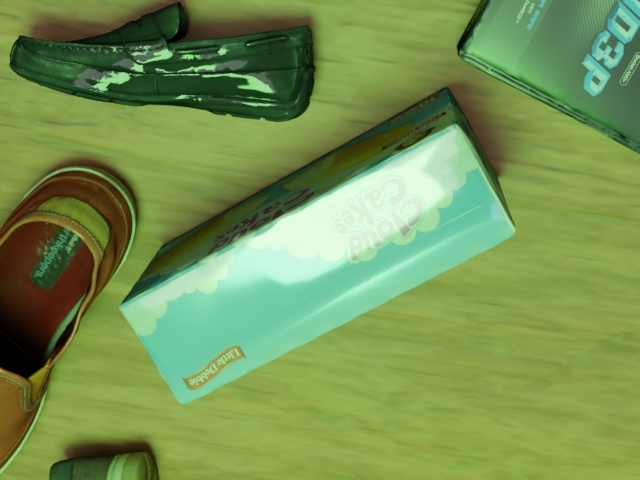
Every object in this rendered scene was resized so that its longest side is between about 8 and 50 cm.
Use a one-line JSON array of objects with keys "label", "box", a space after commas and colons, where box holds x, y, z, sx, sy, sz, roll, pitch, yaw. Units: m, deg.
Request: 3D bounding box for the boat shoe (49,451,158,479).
[{"label": "boat shoe", "box": [-0.185, 0.312, 0.992, 0.092, 0.103, 0.285, 4, 102, 9]}]

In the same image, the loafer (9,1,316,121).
[{"label": "loafer", "box": [-0.115, -0.137, 0.874, 0.223, 0.076, 0.078, 6, 101, -2]}]

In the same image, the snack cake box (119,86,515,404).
[{"label": "snack cake box", "box": [0.000, 0.000, 0.859, 0.264, 0.152, 0.089, -28, 101, 11]}]

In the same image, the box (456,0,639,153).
[{"label": "box", "box": [0.224, -0.189, 0.842, 0.175, 0.051, 0.220, 28, 105, -3]}]

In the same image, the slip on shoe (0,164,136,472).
[{"label": "slip on shoe", "box": [-0.258, 0.088, 0.932, 0.123, 0.101, 0.331, 34, 107, -7]}]
